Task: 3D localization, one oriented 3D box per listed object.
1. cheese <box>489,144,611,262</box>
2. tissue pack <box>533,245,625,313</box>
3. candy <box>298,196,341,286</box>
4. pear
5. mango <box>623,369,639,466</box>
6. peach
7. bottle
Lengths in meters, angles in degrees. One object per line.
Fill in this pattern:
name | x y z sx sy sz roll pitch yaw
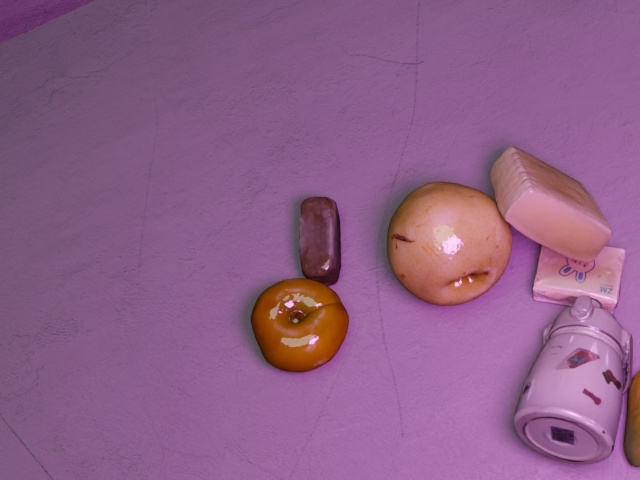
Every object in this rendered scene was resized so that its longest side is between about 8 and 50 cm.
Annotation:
cheese | 0.533 -0.088 1.841 0.242 0.265 0.124 23 117 -9
tissue pack | 0.621 0.082 1.879 0.196 0.092 0.148 10 70 19
candy | 0.000 0.000 2.082 0.102 0.104 0.234 -3 67 13
pear | 0.308 0.002 1.895 0.309 0.309 0.309 -6 66 13
mango | 0.746 0.384 1.719 0.137 0.091 0.238 5 74 23
peach | -0.052 0.211 1.990 0.251 0.153 0.251 1 64 -1
bottle | 0.569 0.297 1.729 0.229 0.229 0.352 13 50 20
